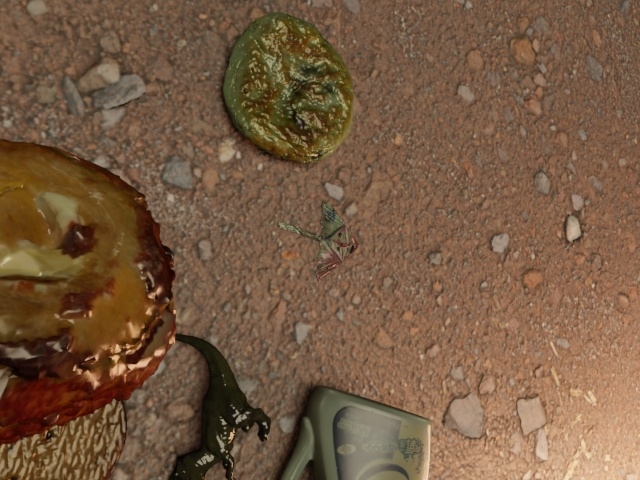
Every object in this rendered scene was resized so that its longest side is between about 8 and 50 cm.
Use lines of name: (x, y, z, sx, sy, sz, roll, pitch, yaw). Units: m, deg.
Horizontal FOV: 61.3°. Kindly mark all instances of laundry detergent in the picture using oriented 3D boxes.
laundry detergent: (0.042, 0.375, 0.792, 0.214, 0.105, 0.281, 20, 78, -11)

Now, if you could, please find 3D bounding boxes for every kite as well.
kite: (0.000, 0.000, 0.876, 0.152, 0.005, 0.137, 8, 79, -26)

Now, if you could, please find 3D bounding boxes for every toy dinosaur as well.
toy dinosaur: (-0.164, 0.234, 0.714, 0.179, 0.087, 0.187, 35, 68, -21)

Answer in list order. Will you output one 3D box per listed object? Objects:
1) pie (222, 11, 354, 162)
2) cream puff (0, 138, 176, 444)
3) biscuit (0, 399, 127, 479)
pie: (-0.045, -0.236, 0.855, 0.240, 0.054, 0.241, 3, 84, -28)
cream puff: (-0.316, 0.055, 0.566, 0.350, 0.229, 0.350, 20, 41, -18)
biscuit: (-0.327, 0.234, 0.648, 0.187, 0.027, 0.188, 8, 76, -37)
